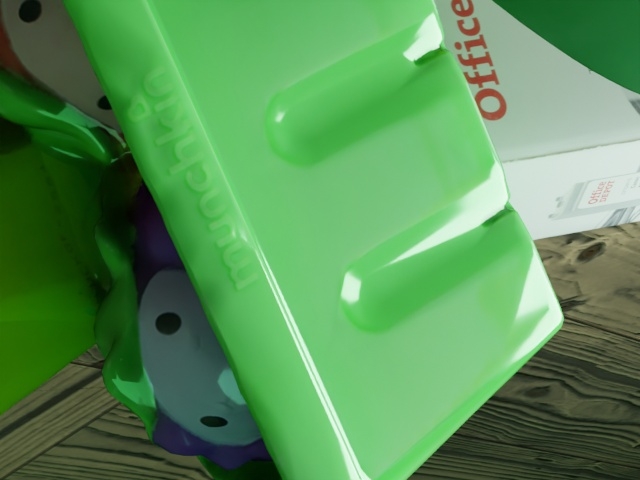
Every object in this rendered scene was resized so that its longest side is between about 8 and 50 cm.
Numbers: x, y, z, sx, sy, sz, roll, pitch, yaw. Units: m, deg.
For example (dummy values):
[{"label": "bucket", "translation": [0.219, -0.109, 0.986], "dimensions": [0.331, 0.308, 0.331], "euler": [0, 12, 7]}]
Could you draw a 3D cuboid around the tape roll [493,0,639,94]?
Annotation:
[{"label": "tape roll", "translation": [0.109, -0.199, 0.573], "dimensions": [0.321, 0.321, 0.077], "euler": [9, 145, -39]}]

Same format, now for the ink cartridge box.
[{"label": "ink cartridge box", "translation": [0.171, -0.124, 0.874], "dimensions": [0.283, 0.207, 0.117], "euler": [-10, 155, -10]}]

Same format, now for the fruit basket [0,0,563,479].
[{"label": "fruit basket", "translation": [-0.125, -0.016, 0.722], "dimensions": [0.392, 0.392, 0.283], "euler": [-6, -174, -18]}]
